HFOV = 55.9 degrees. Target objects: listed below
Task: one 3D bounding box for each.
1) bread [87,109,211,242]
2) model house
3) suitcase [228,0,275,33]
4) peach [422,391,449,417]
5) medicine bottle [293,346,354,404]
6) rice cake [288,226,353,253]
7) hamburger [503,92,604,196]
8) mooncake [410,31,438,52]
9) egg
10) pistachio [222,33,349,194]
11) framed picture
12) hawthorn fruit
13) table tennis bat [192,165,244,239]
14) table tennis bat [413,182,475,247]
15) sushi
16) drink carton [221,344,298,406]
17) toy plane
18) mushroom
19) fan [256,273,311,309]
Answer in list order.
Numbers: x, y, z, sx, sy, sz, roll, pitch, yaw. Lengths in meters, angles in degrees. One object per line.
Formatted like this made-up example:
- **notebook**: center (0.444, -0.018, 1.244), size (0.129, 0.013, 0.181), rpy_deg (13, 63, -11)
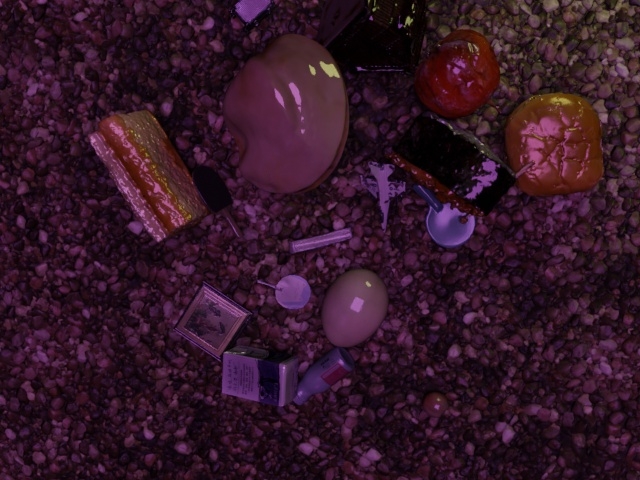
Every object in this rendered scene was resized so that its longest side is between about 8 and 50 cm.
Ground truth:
- **bread**: center (-0.488, -0.194, 1.763), size (0.165, 0.236, 0.375), rpy_deg (-30, 97, 20)
- **model house**: center (0.178, -0.642, 1.702), size (0.283, 0.297, 0.317), rpy_deg (13, 84, -29)
- **suitcase**: center (-0.199, -0.684, 1.774), size (0.126, 0.059, 0.086), rpy_deg (-41, 93, 5)
- **peach**: center (0.355, 0.506, 1.862), size (0.083, 0.083, 0.083), rpy_deg (0, 97, 4)
- **medicine bottle**: center (0.000, 0.422, 1.871), size (0.217, 0.090, 0.090), rpy_deg (-40, 92, 14)
- **rice cake**: center (0.000, 0.000, 1.851), size (0.207, 0.036, 0.047), rpy_deg (-16, 83, 6)
- **hamburger**: center (0.667, -0.273, 1.712), size (0.319, 0.158, 0.318), rpy_deg (0, 100, 2)
- **mooncake**: center (0.361, -0.632, 1.665), size (0.057, 0.347, 0.150), rpy_deg (29, 139, 17)
- **egg**: center (0.098, 0.203, 1.789), size (0.189, 0.188, 0.253), rpy_deg (28, 103, 0)
- **pistachio**: center (-0.098, -0.346, 1.692), size (0.366, 0.281, 0.445), rpy_deg (12, 106, 18)
- **framed picture**: center (-0.342, 0.257, 1.916), size (0.195, 0.010, 0.199), rpy_deg (33, 97, 0)
- **hawthorn fruit**: center (0.403, -0.438, 1.679), size (0.272, 0.242, 0.242), rpy_deg (43, 98, -11)
- **table tennis bat**: center (-0.301, -0.115, 1.810), size (0.022, 0.138, 0.246), rpy_deg (-26, 98, 29)
- **table tennis bat**: center (0.365, -0.085, 1.817), size (0.149, 0.038, 0.237), rpy_deg (-41, 97, 8)
- **sushi**: center (0.376, -0.207, 1.698), size (0.348, 0.234, 0.207), rpy_deg (44, 106, 31)
- **drink carton**: center (-0.187, 0.411, 1.846), size (0.222, 0.102, 0.134), rpy_deg (6, 99, 23)
- **toy plane**: center (0.190, -0.139, 1.795), size (0.160, 0.082, 0.234), rpy_deg (14, 133, 37)
- **mushroom**: center (0.502, -0.135, 1.721), size (0.026, 0.028, 0.286), rpy_deg (33, 127, -17)
- **fan**: center (-0.116, 0.153, 1.890), size (0.175, 0.005, 0.113), rpy_deg (17, 98, 0)
